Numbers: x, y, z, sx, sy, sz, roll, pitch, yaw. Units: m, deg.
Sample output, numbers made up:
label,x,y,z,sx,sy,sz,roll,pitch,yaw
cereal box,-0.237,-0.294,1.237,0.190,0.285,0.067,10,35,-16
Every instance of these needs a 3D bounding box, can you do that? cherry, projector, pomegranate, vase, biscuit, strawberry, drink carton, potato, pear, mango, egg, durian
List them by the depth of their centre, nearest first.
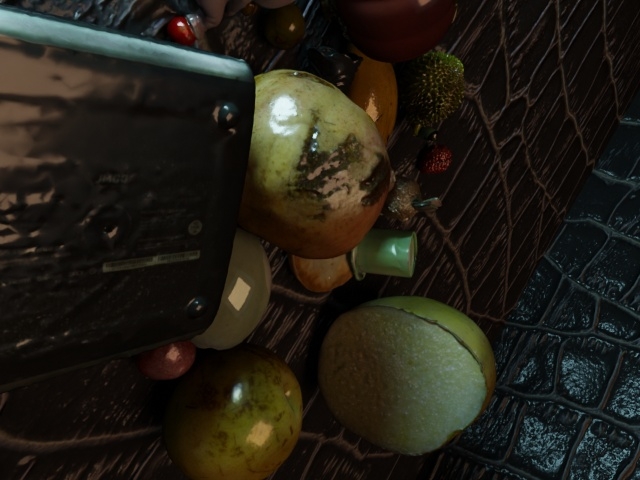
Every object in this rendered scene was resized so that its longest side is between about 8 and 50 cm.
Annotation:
label,x,y,z,sx,sy,sz,roll,pitch,yaw
projector,-0.308,-0.051,0.589,0.395,0.242,0.405,-9,119,-48
pomegranate,-0.038,-0.121,0.813,0.322,0.322,0.322,-27,130,-38
cherry,-0.300,0.186,0.859,0.107,0.090,0.225,-40,144,1
egg,-0.173,0.072,0.867,0.183,0.183,0.217,6,114,-51
vase,0.004,-0.252,0.966,0.115,0.115,0.237,-15,126,-45
pear,-0.172,0.343,0.967,0.280,0.280,0.281,-27,130,-38
mango,0.101,-0.295,1.042,0.157,0.109,0.262,-21,124,-37
biscuit,0.000,0.000,1.146,0.204,0.040,0.309,-35,132,-35
durian,0.263,-0.358,1.174,0.159,0.146,0.198,-42,153,-26
drink carton,0.168,0.031,1.250,0.146,0.142,0.144,74,31,-44
potato,0.251,0.331,1.329,0.319,0.442,0.386,-17,112,-60
strawberry,0.319,-0.223,1.373,0.096,0.083,0.083,-43,139,-15

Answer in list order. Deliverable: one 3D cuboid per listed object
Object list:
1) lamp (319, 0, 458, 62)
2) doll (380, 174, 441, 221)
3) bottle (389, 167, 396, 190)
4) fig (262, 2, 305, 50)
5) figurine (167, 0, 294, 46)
label,x,y,z,sx,sy,sz,roll,pitch,yaw
lamp,0.121,-0.463,0.837,0.303,0.257,0.303,-8,90,-79
doll,0.181,-0.099,1.162,0.105,0.221,0.115,-37,123,-15
bottle,0.068,-0.110,1.056,0.209,0.110,0.097,-26,106,-35
fig,-0.060,-0.373,0.839,0.074,0.074,0.088,52,43,-50
figurine,-0.120,-0.411,0.709,0.287,0.186,0.176,-32,96,-8
